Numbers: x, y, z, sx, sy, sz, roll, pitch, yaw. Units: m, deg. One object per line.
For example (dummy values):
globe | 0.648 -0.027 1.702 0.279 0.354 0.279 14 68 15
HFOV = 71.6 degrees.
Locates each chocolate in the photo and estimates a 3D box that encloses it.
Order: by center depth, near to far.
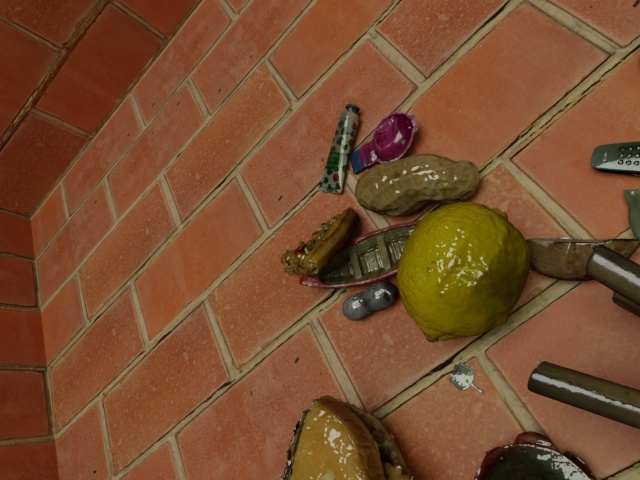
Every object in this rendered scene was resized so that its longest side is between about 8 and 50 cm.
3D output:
chocolate | 0.130 0.158 1.157 0.167 0.072 0.072 -32 59 26

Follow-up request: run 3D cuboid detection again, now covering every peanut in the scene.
peanut | 0.238 -0.141 1.138 0.326 0.140 0.153 -2 92 30

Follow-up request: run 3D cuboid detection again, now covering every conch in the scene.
conch | 0.650 -0.034 0.853 0.088 0.065 0.180 -25 56 28

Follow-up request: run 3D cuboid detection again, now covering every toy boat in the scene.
toy boat | 0.121 0.057 1.190 0.393 0.079 0.136 -23 65 27

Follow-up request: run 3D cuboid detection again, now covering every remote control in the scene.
remote control | 0.674 -0.164 0.892 0.222 0.042 0.072 8 80 36

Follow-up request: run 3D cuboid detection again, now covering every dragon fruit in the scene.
dragon fruit | 0.408 0.514 0.813 0.269 0.130 0.294 -23 62 22

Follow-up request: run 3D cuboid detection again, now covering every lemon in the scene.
lemon | 0.295 0.068 0.947 0.268 0.268 0.321 22 83 38

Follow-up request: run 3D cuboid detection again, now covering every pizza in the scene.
pizza | 0.000 0.000 1.260 0.251 0.074 0.288 -43 13 -21

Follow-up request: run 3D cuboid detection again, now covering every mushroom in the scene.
mushroom | 0.526 0.036 0.912 0.210 0.072 0.094 3 104 37

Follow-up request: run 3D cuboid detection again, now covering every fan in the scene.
fan | 0.332 0.317 1.001 0.083 0.004 0.055 33 94 38

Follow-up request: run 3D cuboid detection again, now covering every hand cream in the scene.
hand cream | 0.063 -0.280 1.359 0.096 0.059 0.275 14 88 40

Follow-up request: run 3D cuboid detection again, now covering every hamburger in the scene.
hamburger | 0.077 0.585 0.929 0.287 0.268 0.444 6 74 38

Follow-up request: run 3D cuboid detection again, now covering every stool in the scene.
stool | 0.539 0.195 0.721 0.226 0.310 0.310 28 92 47

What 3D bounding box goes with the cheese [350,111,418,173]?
cheese | 0.179 -0.274 1.269 0.244 0.062 0.154 -31 56 39
